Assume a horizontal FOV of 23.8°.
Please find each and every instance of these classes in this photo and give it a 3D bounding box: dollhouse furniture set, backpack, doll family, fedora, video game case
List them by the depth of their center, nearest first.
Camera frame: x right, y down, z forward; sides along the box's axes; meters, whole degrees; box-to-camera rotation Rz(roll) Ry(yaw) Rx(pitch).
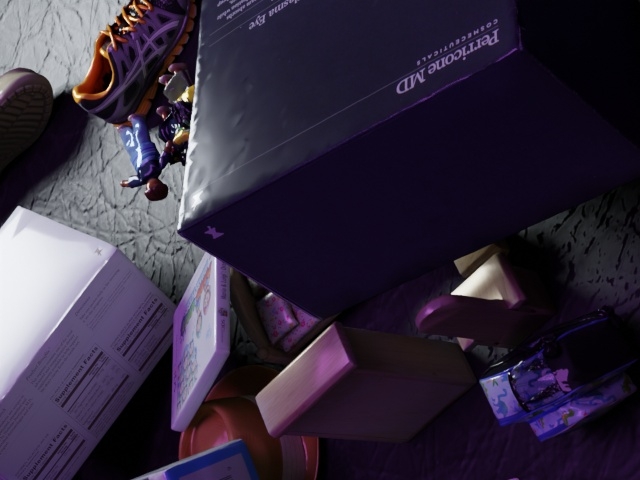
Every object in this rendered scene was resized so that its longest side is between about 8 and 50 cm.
[{"bbox_3d":[0.195,0.117,1.257,0.114,0.105,0.084,-31,82,48],"label":"backpack"},{"bbox_3d":[0.000,0.000,1.426,0.303,0.174,0.355,-44,54,30],"label":"dollhouse furniture set"},{"bbox_3d":[-0.121,0.092,1.524,0.157,0.019,0.143,121,154,-48],"label":"video game case"},{"bbox_3d":[-0.086,0.218,1.539,0.194,0.079,0.194,-10,76,44],"label":"fedora"},{"bbox_3d":[-0.153,-0.122,1.682,0.193,0.076,0.111,-47,57,35],"label":"doll family"}]

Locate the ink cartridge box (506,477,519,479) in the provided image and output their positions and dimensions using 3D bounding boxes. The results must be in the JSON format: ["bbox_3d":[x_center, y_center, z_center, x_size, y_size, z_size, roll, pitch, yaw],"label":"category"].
[{"bbox_3d":[0.099,0.325,1.367,0.225,0.056,0.181,-18,69,23],"label":"ink cartridge box"}]

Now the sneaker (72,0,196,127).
[{"bbox_3d":[-0.213,-0.230,1.752,0.084,0.083,0.215,36,107,45],"label":"sneaker"}]

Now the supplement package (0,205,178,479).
[{"bbox_3d":[-0.317,0.123,1.670,0.204,0.145,0.262,20,67,45],"label":"supplement package"}]

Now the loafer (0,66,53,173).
[{"bbox_3d":[-0.439,-0.137,1.949,0.268,0.102,0.092,-45,60,31],"label":"loafer"}]

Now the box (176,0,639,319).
[{"bbox_3d":[0.071,-0.153,1.236,0.343,0.179,0.312,-26,45,35],"label":"box"}]

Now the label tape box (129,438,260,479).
[{"bbox_3d":[-0.170,0.364,1.513,0.348,0.115,0.249,-27,84,43],"label":"label tape box"}]
